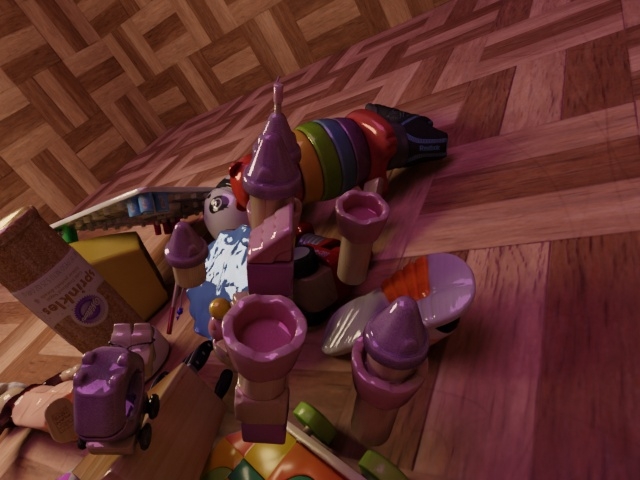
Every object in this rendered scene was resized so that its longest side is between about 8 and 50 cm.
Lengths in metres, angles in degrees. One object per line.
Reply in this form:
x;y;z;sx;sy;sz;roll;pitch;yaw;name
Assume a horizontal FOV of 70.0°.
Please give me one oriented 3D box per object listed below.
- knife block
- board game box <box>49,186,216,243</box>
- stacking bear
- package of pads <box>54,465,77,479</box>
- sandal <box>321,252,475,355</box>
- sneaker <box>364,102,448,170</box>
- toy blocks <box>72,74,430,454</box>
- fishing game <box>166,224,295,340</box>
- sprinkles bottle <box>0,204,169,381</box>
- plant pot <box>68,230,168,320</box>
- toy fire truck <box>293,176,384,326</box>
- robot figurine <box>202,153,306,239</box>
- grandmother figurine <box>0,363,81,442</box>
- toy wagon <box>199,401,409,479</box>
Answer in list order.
-0.175;0.217;0.570;0.242;0.088;0.275;-49;10;-36;knife block
-0.410;-0.061;1.160;0.389;0.050;0.390;-14;-1;31;board game box
-0.028;-0.135;0.857;0.288;0.175;0.164;-22;53;-20;stacking bear
-0.372;0.423;0.485;0.296;0.101;0.229;-37;19;1;package of pads
0.104;0.100;0.592;0.265;0.076;0.102;-34;31;46;sandal
0.174;-0.229;1.022;0.139;0.125;0.341;-3;27;-4;sneaker
-0.065;0.019;0.446;0.308;0.260;0.289;1;41;-4;toy blocks
-0.138;0.065;0.710;0.264;0.041;0.189;-15;62;33;fishing game
-0.421;0.110;0.796;0.121;0.355;0.121;-25;30;15;sprinkles bottle
-0.473;0.096;1.051;0.187;0.212;0.212;-28;27;-16;plant pot
0.000;0.000;0.797;0.246;0.159;0.217;-28;27;-31;toy fire truck
-0.136;-0.099;1.025;0.173;0.209;0.278;32;61;17;robot figurine
-0.548;0.322;0.876;0.342;0.104;0.207;-13;9;37;grandmother figurine
-0.029;0.302;0.407;0.267;0.068;0.344;-46;31;-23;toy wagon
